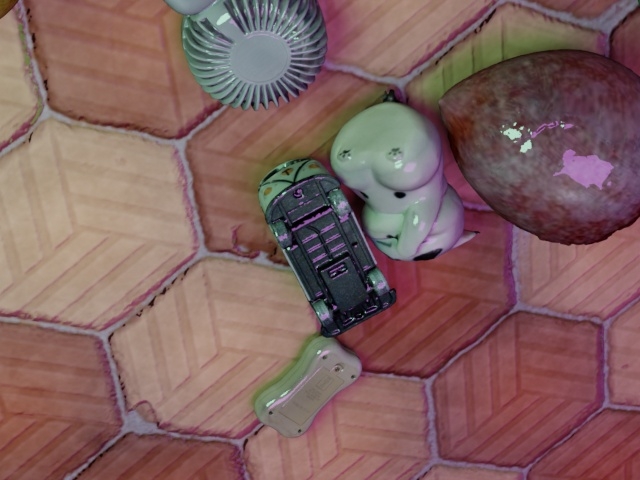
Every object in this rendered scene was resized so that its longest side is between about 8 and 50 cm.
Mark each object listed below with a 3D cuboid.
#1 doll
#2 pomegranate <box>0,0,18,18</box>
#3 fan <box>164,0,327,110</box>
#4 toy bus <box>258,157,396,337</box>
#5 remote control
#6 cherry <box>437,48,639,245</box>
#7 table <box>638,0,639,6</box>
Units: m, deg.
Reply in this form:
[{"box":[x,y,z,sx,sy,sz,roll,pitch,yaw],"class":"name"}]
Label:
[{"box":[0.081,-0.050,1.467,0.107,0.110,0.180,-60,141,-41],"class":"doll"},{"box":[-0.302,-0.255,1.089,0.233,0.233,0.233,-12,125,-18],"class":"pomegranate"},{"box":[-0.094,-0.214,1.306,0.130,0.074,0.244,-37,124,15],"class":"fan"},{"box":[0.000,0.000,1.472,0.087,0.089,0.194,-29,129,-2],"class":"toy bus"},{"box":[-0.014,0.158,1.606,0.122,0.032,0.074,-46,128,8],"class":"remote control"},{"box":[0.226,-0.097,1.468,0.250,0.175,0.192,20,139,-19],"class":"cherry"},{"box":[0.416,-0.216,1.440,0.126,0.220,0.126,-12,125,-18],"class":"table"}]
